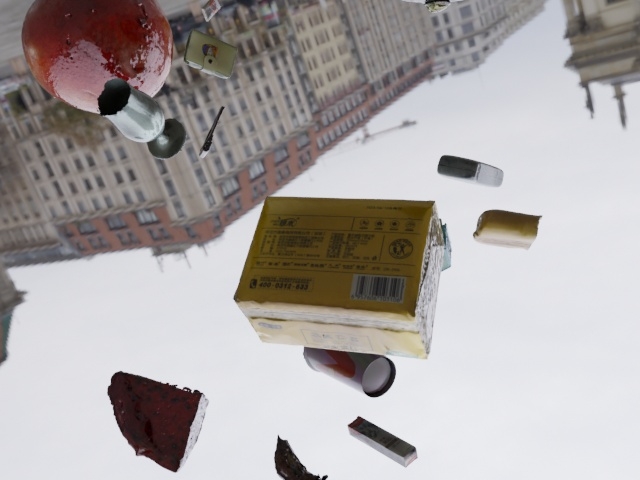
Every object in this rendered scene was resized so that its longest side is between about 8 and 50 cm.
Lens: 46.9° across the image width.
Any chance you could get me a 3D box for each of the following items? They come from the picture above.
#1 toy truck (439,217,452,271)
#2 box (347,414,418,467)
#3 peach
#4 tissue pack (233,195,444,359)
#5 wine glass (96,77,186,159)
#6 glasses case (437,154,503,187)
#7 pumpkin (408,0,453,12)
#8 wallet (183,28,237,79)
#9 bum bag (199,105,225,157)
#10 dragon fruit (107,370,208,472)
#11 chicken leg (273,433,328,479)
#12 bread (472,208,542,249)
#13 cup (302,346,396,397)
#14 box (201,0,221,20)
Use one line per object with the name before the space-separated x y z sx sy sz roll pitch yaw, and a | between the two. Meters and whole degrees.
toy truck | 0.218 0.021 2.036 0.279 0.155 0.156 -10 -129 12
box | 0.167 0.548 2.016 0.055 0.039 0.218 -30 -149 -34
peach | -0.512 -0.467 1.727 0.370 0.370 0.370 -18 -162 6
tissue pack | 0.052 0.071 1.558 0.382 0.228 0.293 3 -122 17
wine glass | -0.369 -0.252 1.524 0.103 0.103 0.222 -15 160 13
glasses case | 0.485 -0.220 2.373 0.131 0.074 0.323 17 -173 29
pumpkin | 0.236 -0.577 1.469 0.315 0.238 0.315 -5 -168 1
wallet | -0.334 -0.560 2.230 0.155 0.110 0.039 16 172 -32
bum bag | -0.330 -0.333 2.269 0.159 0.026 0.109 -67 -168 -8
dragon fruit | -0.479 0.486 2.230 0.240 0.330 0.302 -54 -179 14
chicken leg | -0.055 0.636 2.005 0.063 0.234 0.105 -53 172 30
bread | 0.507 -0.035 2.007 0.173 0.085 0.134 9 161 4
cup | 0.099 0.382 2.350 0.203 0.203 0.288 -28 -152 -25
box | -0.348 -0.742 2.352 0.012 0.046 0.083 10 -128 29
